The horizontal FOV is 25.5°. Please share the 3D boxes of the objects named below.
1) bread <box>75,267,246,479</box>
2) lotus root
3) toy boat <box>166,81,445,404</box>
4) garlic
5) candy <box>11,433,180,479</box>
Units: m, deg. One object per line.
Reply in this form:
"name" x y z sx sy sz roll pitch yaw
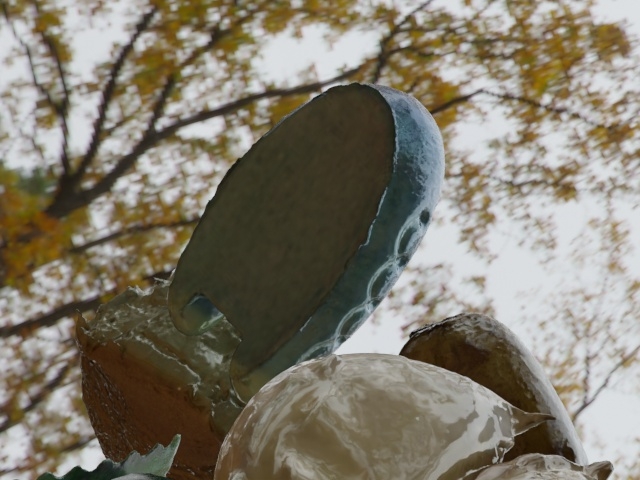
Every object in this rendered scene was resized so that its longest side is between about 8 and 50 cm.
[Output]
"bread" -0.114 0.177 1.602 0.279 0.225 0.250 31 -39 32
"lotus root" 0.148 0.186 1.200 0.145 0.128 0.260 -26 -108 15
"toy boat" 0.000 0.000 1.374 0.215 0.123 0.330 40 -81 43
"garlic" 0.080 0.180 0.606 0.281 0.203 0.185 30 -48 22
"candy" -0.045 0.271 0.836 0.397 0.263 0.172 24 -67 28
